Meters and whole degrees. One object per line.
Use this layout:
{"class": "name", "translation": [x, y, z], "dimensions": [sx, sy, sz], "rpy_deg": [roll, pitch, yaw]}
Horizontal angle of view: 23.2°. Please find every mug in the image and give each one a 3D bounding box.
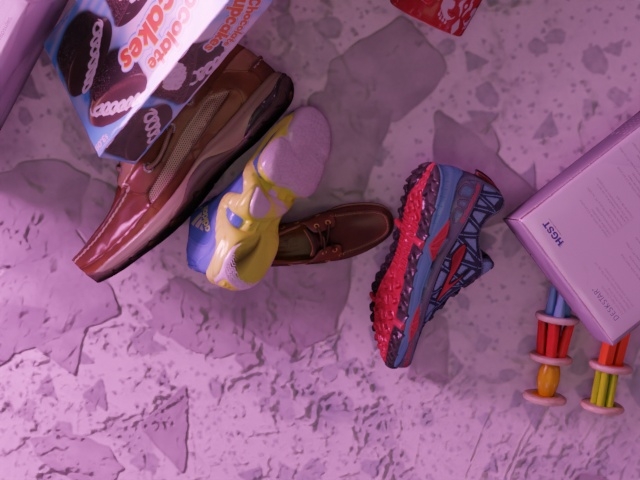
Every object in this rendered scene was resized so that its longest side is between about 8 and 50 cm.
{"class": "mug", "translation": [0.140, -0.324, 1.720], "dimensions": [0.113, 0.150, 0.169], "rpy_deg": [40, 111, 40]}

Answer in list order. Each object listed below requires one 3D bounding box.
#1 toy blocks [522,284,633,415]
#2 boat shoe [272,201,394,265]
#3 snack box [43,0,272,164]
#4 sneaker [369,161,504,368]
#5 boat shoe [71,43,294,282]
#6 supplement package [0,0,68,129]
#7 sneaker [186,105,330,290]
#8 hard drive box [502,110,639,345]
{"class": "toy blocks", "translation": [0.309, 0.123, 1.834], "dimensions": [0.123, 0.054, 0.148], "rpy_deg": [8, 101, 3]}
{"class": "boat shoe", "translation": [0.000, 0.000, 1.827], "dimensions": [0.178, 0.060, 0.064], "rpy_deg": [-12, 100, 6]}
{"class": "snack box", "translation": [-0.164, -0.259, 1.699], "dimensions": [0.322, 0.060, 0.187], "rpy_deg": [-47, 55, 25]}
{"class": "sneaker", "translation": [0.141, 0.041, 1.802], "dimensions": [0.125, 0.104, 0.262], "rpy_deg": [7, 117, -20]}
{"class": "boat shoe", "translation": [-0.174, -0.095, 1.800], "dimensions": [0.120, 0.122, 0.324], "rpy_deg": [43, 93, 0]}
{"class": "supplement package", "translation": [-0.421, -0.194, 1.744], "dimensions": [0.145, 0.204, 0.262], "rpy_deg": [29, 102, -2]}
{"class": "sneaker", "translation": [-0.085, -0.056, 1.800], "dimensions": [0.091, 0.126, 0.240], "rpy_deg": [47, 62, -38]}
{"class": "hard drive box", "translation": [0.355, -0.025, 1.760], "dimensions": [0.232, 0.089, 0.181], "rpy_deg": [-37, 96, -3]}
